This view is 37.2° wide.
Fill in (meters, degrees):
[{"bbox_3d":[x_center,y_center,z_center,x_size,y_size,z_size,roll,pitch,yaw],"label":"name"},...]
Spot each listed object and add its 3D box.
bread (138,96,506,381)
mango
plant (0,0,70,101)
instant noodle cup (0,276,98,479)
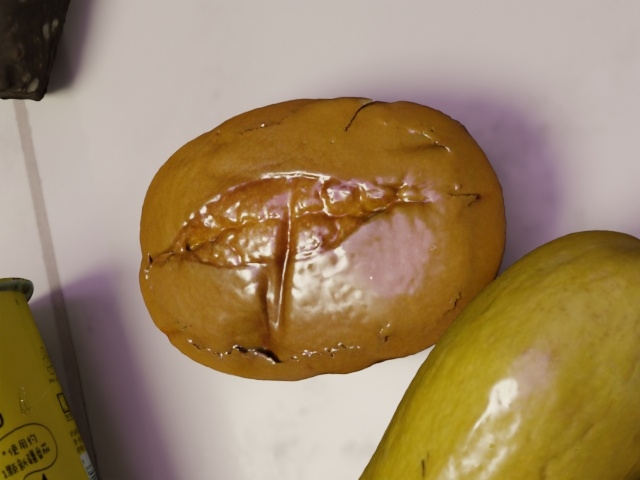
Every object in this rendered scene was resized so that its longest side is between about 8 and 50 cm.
[{"bbox_3d":[0.000,0.000,0.685,0.270,0.143,0.195,-7,84,15],"label":"bread"},{"bbox_3d":[0.122,0.137,0.611,0.142,0.195,0.331,49,118,36],"label":"mango"},{"bbox_3d":[-0.288,-0.280,0.787,0.182,0.194,0.320,8,93,6],"label":"plant"},{"bbox_3d":[-0.302,0.211,0.694,0.326,0.325,0.254,-30,88,14],"label":"instant noodle cup"}]
